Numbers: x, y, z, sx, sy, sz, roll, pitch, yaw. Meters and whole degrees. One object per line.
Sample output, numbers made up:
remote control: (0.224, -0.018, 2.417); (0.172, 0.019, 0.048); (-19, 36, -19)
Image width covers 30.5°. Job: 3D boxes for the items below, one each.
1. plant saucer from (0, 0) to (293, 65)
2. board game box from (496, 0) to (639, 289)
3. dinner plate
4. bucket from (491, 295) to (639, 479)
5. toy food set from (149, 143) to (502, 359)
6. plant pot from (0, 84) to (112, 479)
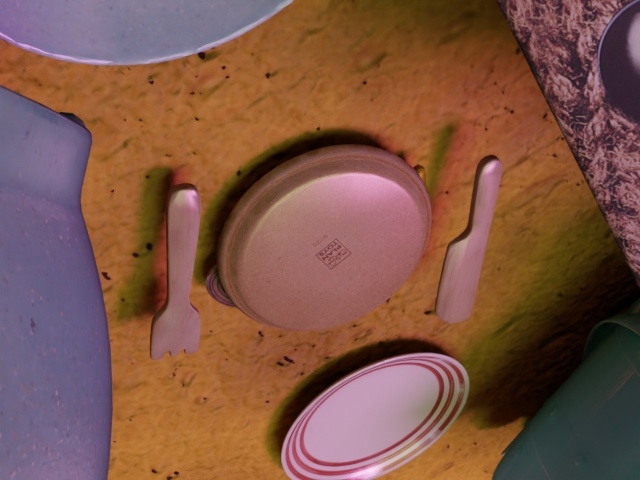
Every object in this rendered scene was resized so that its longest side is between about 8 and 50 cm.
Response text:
plant saucer: (-0.065, -0.155, 0.434); (0.195, 0.037, 0.195); (-17, 139, -15)
board game box: (0.205, -0.100, 0.426); (0.232, 0.141, 0.291); (-18, 120, 29)
dinner plate: (0.036, 0.121, 0.803); (0.141, 0.017, 0.141); (-16, 138, -15)
bucket: (0.278, 0.164, 0.806); (0.281, 0.281, 0.183); (14, 115, -40)
toy food set: (0.000, 0.000, 0.645); (0.192, 0.038, 0.132); (-5, 128, -20)
plant pot: (-0.190, 0.019, 0.380); (0.293, 0.293, 0.196); (24, 86, -45)
